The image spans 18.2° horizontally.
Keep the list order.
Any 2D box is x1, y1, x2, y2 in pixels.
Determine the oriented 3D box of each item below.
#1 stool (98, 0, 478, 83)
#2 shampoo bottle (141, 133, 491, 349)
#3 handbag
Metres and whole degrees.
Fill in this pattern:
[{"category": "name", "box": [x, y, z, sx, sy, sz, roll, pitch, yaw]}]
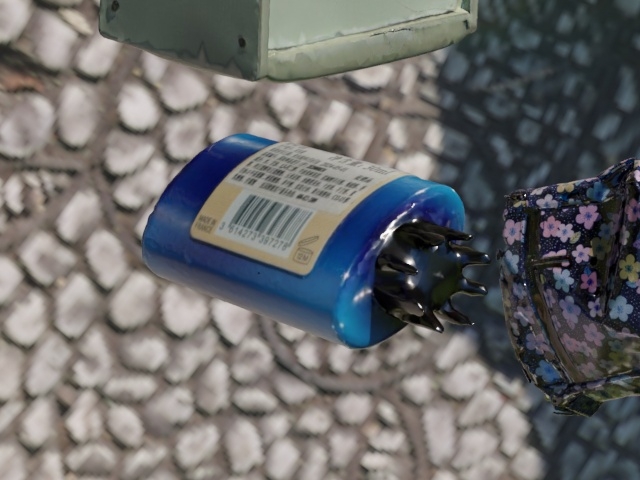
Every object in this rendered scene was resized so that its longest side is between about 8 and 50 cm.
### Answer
[{"category": "stool", "box": [-0.016, -0.270, 1.453, 0.243, 0.170, 0.270, -17, 117, -45]}, {"category": "shampoo bottle", "box": [0.000, 0.000, 0.897, 0.087, 0.183, 0.050, -49, 128, -20]}, {"category": "handbag", "box": [0.267, 0.046, 1.847, 0.127, 0.208, 0.229, -17, 93, -45]}]
